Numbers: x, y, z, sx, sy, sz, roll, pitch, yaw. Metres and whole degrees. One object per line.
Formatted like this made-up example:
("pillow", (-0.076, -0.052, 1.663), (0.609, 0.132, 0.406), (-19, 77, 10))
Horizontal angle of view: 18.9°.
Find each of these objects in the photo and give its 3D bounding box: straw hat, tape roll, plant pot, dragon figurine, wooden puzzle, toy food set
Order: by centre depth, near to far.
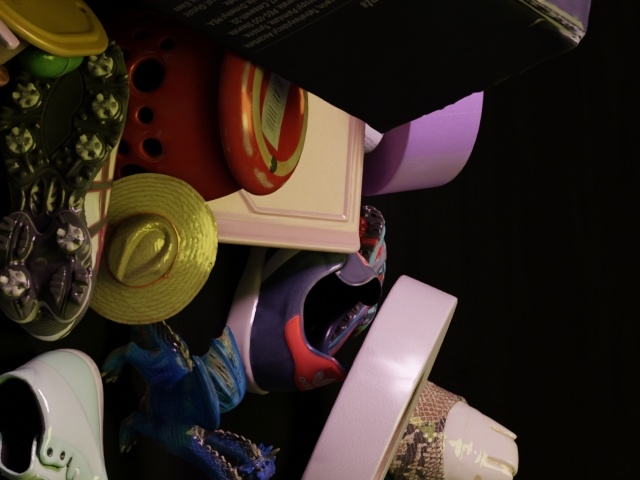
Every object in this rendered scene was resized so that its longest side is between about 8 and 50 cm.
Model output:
("toy food set", (-0.262, -0.176, 1.574), (0.128, 0.071, 0.218), (46, 17, 9))
("straw hat", (-0.160, 0.009, 1.719), (0.061, 0.144, 0.144), (-140, -132, -81))
("plant pot", (-0.112, -0.124, 1.806), (0.191, 0.174, 0.191), (2, 90, -69))
("dragon figurine", (-0.123, 0.133, 1.819), (0.085, 0.144, 0.289), (-45, 131, -59))
("wooden puzzle", (-0.052, -0.110, 2.002), (0.221, 0.044, 0.238), (5, 83, -32))
("tape roll", (0.043, 0.224, 2.100), (0.392, 0.072, 0.392), (23, 90, -84))
("tape roll", (0.074, -0.190, 2.124), (0.090, 0.275, 0.274), (-8, 100, -25))

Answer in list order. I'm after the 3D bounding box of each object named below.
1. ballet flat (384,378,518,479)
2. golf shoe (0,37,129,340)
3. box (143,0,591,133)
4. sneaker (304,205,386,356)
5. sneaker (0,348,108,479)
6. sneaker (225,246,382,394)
("ballet flat", (0.196, 0.327, 2.534), (0.483, 0.182, 0.164), (67, 33, -43))
("golf shoe", (-0.227, -0.046, 1.664), (0.120, 0.105, 0.272), (92, 7, -71))
("box", (0.001, -0.428, 1.662), (0.472, 0.297, 0.480), (26, 61, -27))
("sneaker", (0.028, 0.076, 2.232), (0.262, 0.104, 0.125), (-62, 147, -47))
("sneaker", (-0.233, 0.224, 1.625), (0.151, 0.094, 0.256), (-7, 87, -73))
("sneaker", (0.000, 0.000, 2.101), (0.131, 0.148, 0.350), (37, 57, -62))
